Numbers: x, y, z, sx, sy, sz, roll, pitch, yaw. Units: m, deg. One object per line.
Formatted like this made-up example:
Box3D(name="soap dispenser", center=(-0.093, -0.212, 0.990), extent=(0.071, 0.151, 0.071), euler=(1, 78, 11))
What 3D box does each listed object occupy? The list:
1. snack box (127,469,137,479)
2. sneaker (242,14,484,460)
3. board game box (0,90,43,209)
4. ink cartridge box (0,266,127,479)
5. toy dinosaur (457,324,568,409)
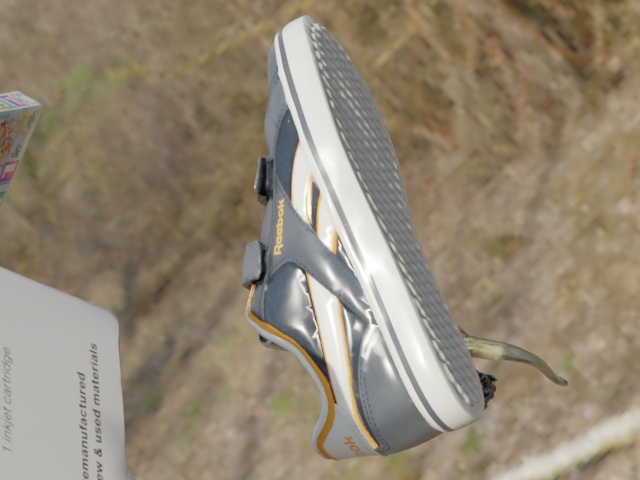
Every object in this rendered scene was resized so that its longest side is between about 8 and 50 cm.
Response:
Box3D(name="snack box", center=(-0.252, 0.223, 1.735), extent=(0.060, 0.187, 0.322), euler=(-41, 3, 3))
Box3D(name="sneaker", center=(0.000, 0.000, 1.305), extent=(0.127, 0.321, 0.126), euler=(-26, -23, 20))
Box3D(name="board game box", center=(-0.271, -0.037, 1.428), extent=(0.154, 0.026, 0.103), euler=(-66, -10, 14))
Box3D(name="ink cartridge box", center=(-0.331, 0.098, 0.890), extent=(0.285, 0.395, 0.166), euler=(-31, 51, 32))
Box3D(name="toy dinosaur", center=(0.123, 0.107, 1.796), extent=(0.118, 0.268, 0.064), euler=(-89, 18, -75))
